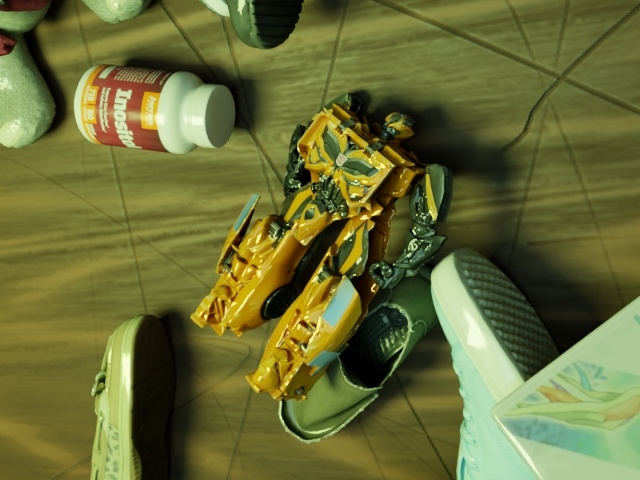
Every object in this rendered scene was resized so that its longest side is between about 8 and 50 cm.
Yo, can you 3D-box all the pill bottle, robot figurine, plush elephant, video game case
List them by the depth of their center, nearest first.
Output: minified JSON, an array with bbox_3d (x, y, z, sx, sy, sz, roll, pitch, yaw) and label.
[{"bbox_3d":[0.353,0.156,0.826,0.329,0.036,0.300,-38,64,2],"label":"video game case"},{"bbox_3d":[0.000,0.000,1.013,0.211,0.085,0.291,42,109,34],"label":"robot figurine"},{"bbox_3d":[-0.377,-0.271,1.044,0.272,0.255,0.330,-34,90,29],"label":"plush elephant"},{"bbox_3d":[-0.170,-0.135,1.088,0.152,0.086,0.086,8,109,23],"label":"pill bottle"}]

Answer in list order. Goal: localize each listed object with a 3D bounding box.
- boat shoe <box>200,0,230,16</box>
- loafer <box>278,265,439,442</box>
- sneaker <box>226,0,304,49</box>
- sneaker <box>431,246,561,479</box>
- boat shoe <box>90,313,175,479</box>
[{"bbox_3d":[-0.151,-0.309,1.035,0.228,0.080,0.076,54,137,-2],"label":"boat shoe"},{"bbox_3d":[0.028,0.122,1.075,0.094,0.087,0.251,41,118,8],"label":"loafer"},{"bbox_3d":[-0.096,-0.338,0.976,0.146,0.122,0.330,-3,95,26],"label":"sneaker"},{"bbox_3d":[0.175,0.189,1.002,0.150,0.135,0.366,-28,92,25],"label":"sneaker"},{"bbox_3d":[-0.231,0.214,1.215,0.089,0.104,0.285,13,112,18],"label":"boat shoe"}]
